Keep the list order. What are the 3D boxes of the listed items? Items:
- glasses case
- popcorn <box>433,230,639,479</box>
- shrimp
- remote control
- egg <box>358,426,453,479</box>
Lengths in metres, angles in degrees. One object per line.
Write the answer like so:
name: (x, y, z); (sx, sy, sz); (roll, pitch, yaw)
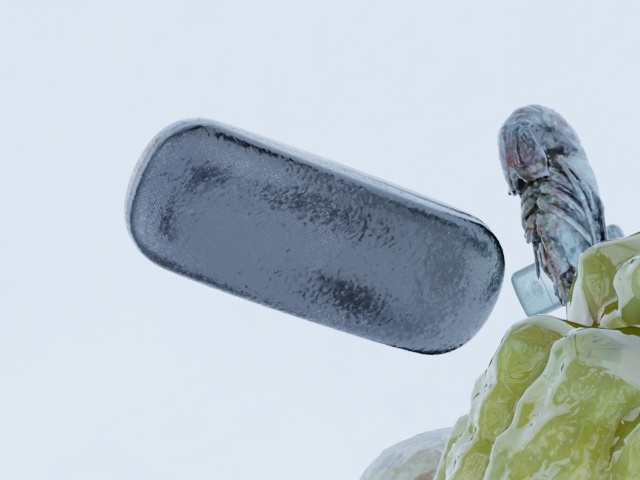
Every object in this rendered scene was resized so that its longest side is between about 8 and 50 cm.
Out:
glasses case: (0.000, 0.000, 1.432); (0.122, 0.321, 0.082); (-67, 23, 8)
popcorn: (0.161, 0.098, 0.569); (0.258, 0.270, 0.224); (8, 128, 2)
shrimp: (0.202, -0.004, 1.493); (0.090, 0.079, 0.233); (-32, 67, 55)
remote control: (0.241, 0.030, 1.736); (0.124, 0.018, 0.053); (-29, 81, 26)
egg: (0.135, 0.270, 1.659); (0.245, 0.203, 0.203); (20, 105, 37)
